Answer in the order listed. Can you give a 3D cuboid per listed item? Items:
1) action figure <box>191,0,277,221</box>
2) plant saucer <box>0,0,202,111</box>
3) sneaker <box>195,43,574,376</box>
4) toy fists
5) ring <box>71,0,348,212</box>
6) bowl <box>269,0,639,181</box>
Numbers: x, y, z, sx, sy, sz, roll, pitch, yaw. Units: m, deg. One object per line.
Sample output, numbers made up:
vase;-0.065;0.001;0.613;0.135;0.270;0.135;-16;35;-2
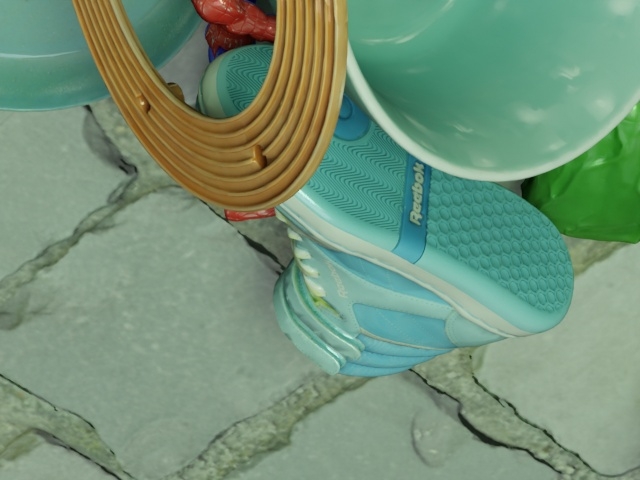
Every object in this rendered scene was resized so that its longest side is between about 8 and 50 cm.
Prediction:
action figure;-0.027;-0.142;1.376;0.139;0.091;0.280;-19;144;-8
plant saucer;-0.222;-0.232;1.374;0.318;0.043;0.317;2;128;3
sneaker;0.000;0.000;1.391;0.319;0.127;0.208;35;140;-25
toy fists;0.143;-0.091;1.418;0.279;0.096;0.142;13;143;-5
ring;-0.075;-0.181;1.180;0.032;0.336;0.336;-19;135;-30
bowl;0.079;-0.203;1.245;0.163;0.311;0.311;19;146;50
